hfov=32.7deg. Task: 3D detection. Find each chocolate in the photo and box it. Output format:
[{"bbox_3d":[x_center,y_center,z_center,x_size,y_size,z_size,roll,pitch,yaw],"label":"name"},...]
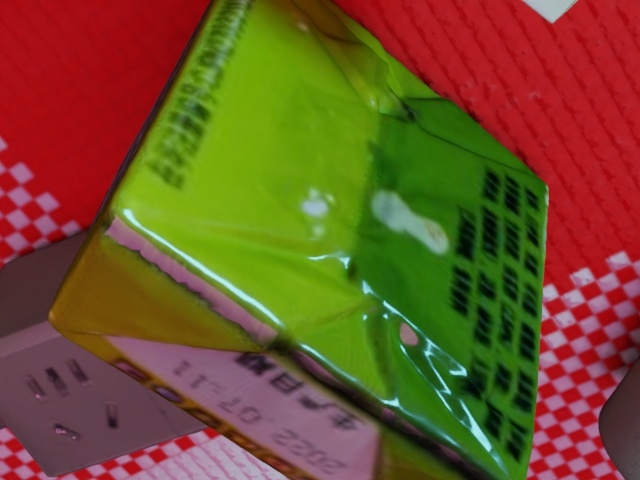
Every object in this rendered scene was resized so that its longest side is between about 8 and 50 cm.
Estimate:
[{"bbox_3d":[0.000,0.000,0.704,0.289,0.301,0.137,37,130,-18],"label":"chocolate"}]

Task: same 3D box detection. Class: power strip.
[{"bbox_3d":[-0.189,0.086,0.860,0.224,0.139,0.140,-20,121,16],"label":"power strip"}]

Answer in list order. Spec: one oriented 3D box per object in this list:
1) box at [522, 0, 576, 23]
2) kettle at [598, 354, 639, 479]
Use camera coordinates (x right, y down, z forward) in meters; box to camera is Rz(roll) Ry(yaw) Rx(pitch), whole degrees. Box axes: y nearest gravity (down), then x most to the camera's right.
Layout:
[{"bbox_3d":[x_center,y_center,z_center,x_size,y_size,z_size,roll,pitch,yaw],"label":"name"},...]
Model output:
[{"bbox_3d":[0.041,-0.243,0.588,0.256,0.164,0.069,30,120,-27],"label":"box"},{"bbox_3d":[0.363,0.083,0.829,0.240,0.165,0.255,3,125,-34],"label":"kettle"}]
